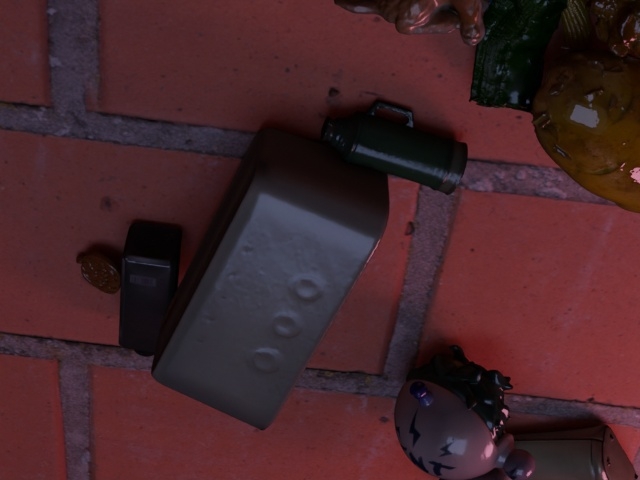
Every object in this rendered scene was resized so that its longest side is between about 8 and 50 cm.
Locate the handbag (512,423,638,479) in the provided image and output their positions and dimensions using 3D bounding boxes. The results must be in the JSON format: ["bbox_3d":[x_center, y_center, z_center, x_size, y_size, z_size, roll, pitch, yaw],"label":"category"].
[{"bbox_3d":[0.369,0.398,2.307,0.315,0.109,0.241,-7,136,31],"label":"handbag"}]

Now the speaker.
[{"bbox_3d":[-0.074,0.051,1.836,0.184,0.183,0.406,22,120,-13],"label":"speaker"}]

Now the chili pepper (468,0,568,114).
[{"bbox_3d":[0.237,-0.236,1.631,0.098,0.061,0.224,24,142,9],"label":"chili pepper"}]

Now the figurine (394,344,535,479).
[{"bbox_3d":[0.226,0.341,2.134,0.261,0.186,0.382,8,129,30],"label":"figurine"}]

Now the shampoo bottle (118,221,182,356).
[{"bbox_3d":[-0.253,0.083,1.997,0.080,0.079,0.246,9,137,-3],"label":"shampoo bottle"}]

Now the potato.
[{"bbox_3d":[0.367,-0.134,1.671,0.173,0.140,0.300,-20,143,37],"label":"potato"}]

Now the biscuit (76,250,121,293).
[{"bbox_3d":[-0.328,0.047,1.990,0.078,0.015,0.091,30,147,5],"label":"biscuit"}]

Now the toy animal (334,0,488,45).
[{"bbox_3d":[0.113,-0.325,1.517,0.183,0.104,0.185,4,141,-2],"label":"toy animal"}]

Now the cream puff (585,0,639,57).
[{"bbox_3d":[0.366,-0.272,1.556,0.116,0.122,0.094,-35,147,-16],"label":"cream puff"}]

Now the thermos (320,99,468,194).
[{"bbox_3d":[0.094,-0.123,1.755,0.187,0.073,0.083,16,137,-12],"label":"thermos"}]

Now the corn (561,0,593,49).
[{"bbox_3d":[0.305,-0.264,1.614,0.037,0.037,0.092,-11,134,15],"label":"corn"}]
